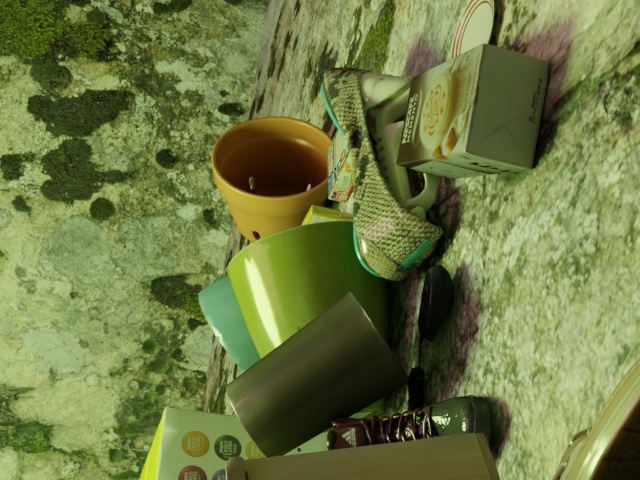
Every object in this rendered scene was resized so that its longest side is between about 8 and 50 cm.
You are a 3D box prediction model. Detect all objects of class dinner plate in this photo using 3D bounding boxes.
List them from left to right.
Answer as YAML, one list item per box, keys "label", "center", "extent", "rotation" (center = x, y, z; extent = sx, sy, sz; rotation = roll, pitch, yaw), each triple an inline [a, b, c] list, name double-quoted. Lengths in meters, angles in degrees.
- label: "dinner plate"
  center: [0.235, -0.310, 1.293]
  extent: [0.141, 0.017, 0.141]
  rotation: [-170, 90, -76]

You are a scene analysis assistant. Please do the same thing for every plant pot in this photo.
- label: "plant pot"
  center: [-0.103, -0.122, 1.990]
  extent: [0.291, 0.290, 0.204]
  rotation: [-94, 4, -45]
- label: "plant pot"
  center: [-0.079, 0.156, 1.728]
  extent: [0.195, 0.290, 0.290]
  rotation: [-39, 22, 5]
- label: "plant pot"
  center: [0.006, 0.158, 1.415]
  extent: [0.275, 0.274, 0.294]
  rotation: [125, 135, -58]

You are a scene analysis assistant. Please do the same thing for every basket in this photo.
- label: "basket"
  center: [-0.007, 0.198, 1.212]
  extent: [0.154, 0.226, 0.204]
  rotation: [56, 178, 20]

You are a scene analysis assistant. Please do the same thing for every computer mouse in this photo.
- label: "computer mouse"
  center: [0.158, 0.152, 1.220]
  extent: [0.071, 0.041, 0.242]
  rotation: [-99, 17, -75]

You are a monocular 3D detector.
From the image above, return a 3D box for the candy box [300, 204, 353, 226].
- label: "candy box"
  center: [0.000, 0.000, 1.783]
  extent: [0.206, 0.105, 0.027]
  rotation: [122, 155, -53]

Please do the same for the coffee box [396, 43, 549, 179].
- label: "coffee box"
  center: [0.199, -0.165, 1.158]
  extent: [0.246, 0.098, 0.141]
  rotation: [180, 101, -75]

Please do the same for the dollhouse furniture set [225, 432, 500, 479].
- label: "dollhouse furniture set"
  center: [0.063, 0.383, 0.723]
  extent: [0.394, 0.256, 0.362]
  rotation: [-103, 10, -47]

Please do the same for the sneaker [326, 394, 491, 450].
- label: "sneaker"
  center: [0.096, 0.264, 1.100]
  extent: [0.281, 0.162, 0.107]
  rotation: [125, 153, -58]

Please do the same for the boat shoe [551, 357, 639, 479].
- label: "boat shoe"
  center: [0.242, 0.201, 0.716]
  extent: [0.098, 0.109, 0.303]
  rotation: [-108, 27, -60]

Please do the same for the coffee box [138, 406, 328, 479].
- label: "coffee box"
  center: [-0.177, 0.555, 1.587]
  extent: [0.338, 0.334, 0.338]
  rotation: [118, 158, -48]

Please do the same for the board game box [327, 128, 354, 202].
- label: "board game box"
  center: [0.064, -0.199, 1.804]
  extent: [0.193, 0.045, 0.147]
  rotation: [118, 158, -48]

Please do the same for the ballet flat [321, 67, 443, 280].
- label: "ballet flat"
  center: [0.121, -0.158, 1.411]
  extent: [0.182, 0.164, 0.483]
  rotation: [-41, 41, 33]
